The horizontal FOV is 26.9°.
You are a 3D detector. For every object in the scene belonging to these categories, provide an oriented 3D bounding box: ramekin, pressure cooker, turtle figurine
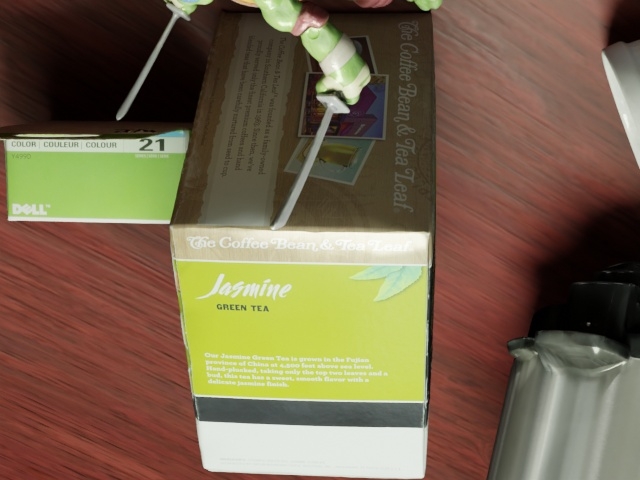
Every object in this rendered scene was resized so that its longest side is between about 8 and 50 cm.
[{"bbox_3d":[0.348,-0.102,1.248,0.109,0.207,0.207,-21,128,11],"label":"ramekin"},{"bbox_3d":[0.359,0.234,1.415,0.375,0.420,0.370,14,165,5],"label":"pressure cooker"},{"bbox_3d":[-0.033,-0.188,1.134,0.198,0.266,0.275,10,117,47],"label":"turtle figurine"}]

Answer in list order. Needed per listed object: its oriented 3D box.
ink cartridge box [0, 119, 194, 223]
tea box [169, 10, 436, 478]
[{"bbox_3d":[-0.216,-0.062,1.276,0.188,0.255,0.097,2,98,11],"label":"ink cartridge box"},{"bbox_3d":[0.000,0.000,1.278,0.220,0.329,0.323,2,131,4],"label":"tea box"}]
